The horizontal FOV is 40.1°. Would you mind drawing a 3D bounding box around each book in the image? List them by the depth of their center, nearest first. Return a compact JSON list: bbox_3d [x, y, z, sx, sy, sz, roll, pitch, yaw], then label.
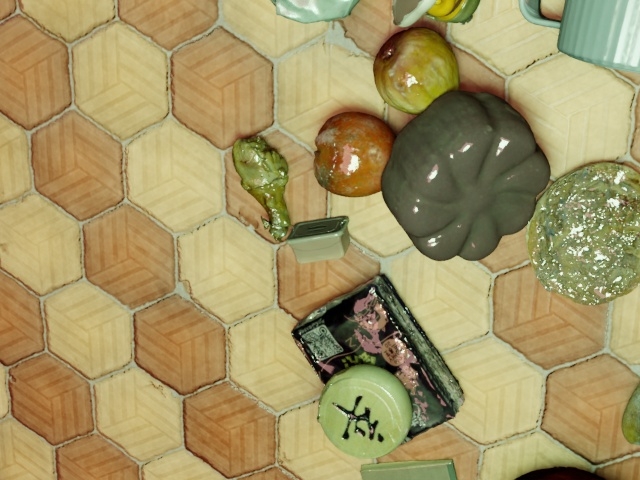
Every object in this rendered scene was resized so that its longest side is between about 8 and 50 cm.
[{"bbox_3d":[0.217,0.617,1.935,0.215,0.025,0.282,-8,104,16],"label":"book"}]

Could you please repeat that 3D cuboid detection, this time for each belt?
[{"bbox_3d":[-0.018,-0.516,1.593,0.207,0.150,0.257,-31,107,18],"label":"belt"}]

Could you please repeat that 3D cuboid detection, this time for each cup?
[{"bbox_3d":[0.502,-0.444,1.424,0.331,0.257,0.311,12,110,10],"label":"cup"}]

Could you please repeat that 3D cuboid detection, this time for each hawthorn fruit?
[{"bbox_3d":[0.070,-0.164,1.674,0.173,0.173,0.173,4,107,14],"label":"hawthorn fruit"}]

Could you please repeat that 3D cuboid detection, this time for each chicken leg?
[{"bbox_3d":[-0.104,-0.108,1.779,0.103,0.088,0.227,-24,95,7],"label":"chicken leg"}]

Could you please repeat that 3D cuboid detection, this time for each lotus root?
[{"bbox_3d":[0.656,0.318,1.694,0.113,0.088,0.192,15,109,-6],"label":"lotus root"}]

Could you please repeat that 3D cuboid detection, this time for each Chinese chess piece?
[{"bbox_3d":[0.087,0.338,1.732,0.188,0.083,0.188,5,105,20],"label":"Chinese chess piece"}]

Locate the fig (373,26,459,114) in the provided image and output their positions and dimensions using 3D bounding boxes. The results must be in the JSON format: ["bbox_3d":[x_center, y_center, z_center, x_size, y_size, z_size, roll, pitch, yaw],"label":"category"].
[{"bbox_3d":[0.211,-0.271,1.632,0.159,0.159,0.257,-34,116,21],"label":"fig"}]

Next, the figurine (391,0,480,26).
[{"bbox_3d":[0.225,-0.426,1.535,0.141,0.250,0.166,23,108,-12],"label":"figurine"}]

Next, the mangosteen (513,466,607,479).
[{"bbox_3d":[0.466,0.660,1.696,0.381,0.381,0.421,29,111,6],"label":"mangosteen"}]

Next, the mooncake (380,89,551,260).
[{"bbox_3d":[0.265,-0.108,1.588,0.306,0.154,0.306,-9,125,-13],"label":"mooncake"}]

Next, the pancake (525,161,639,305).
[{"bbox_3d":[0.520,-0.012,1.655,0.282,0.049,0.282,5,108,14],"label":"pancake"}]

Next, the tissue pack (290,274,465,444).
[{"bbox_3d":[0.115,0.260,1.811,0.245,0.123,0.332,-33,92,27],"label":"tissue pack"}]

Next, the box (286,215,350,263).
[{"bbox_3d":[0.000,0.000,1.783,0.122,0.089,0.062,-8,114,18],"label":"box"}]
